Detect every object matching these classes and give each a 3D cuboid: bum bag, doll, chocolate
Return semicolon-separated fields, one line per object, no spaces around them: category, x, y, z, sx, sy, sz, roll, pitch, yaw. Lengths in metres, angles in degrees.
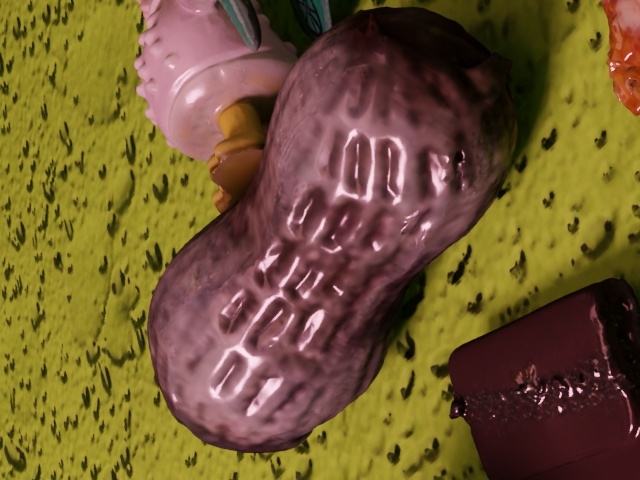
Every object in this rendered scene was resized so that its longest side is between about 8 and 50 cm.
bum bag;0.099;0.103;0.724;0.109;0.026;0.159;-35;63;54
doll;-0.059;-0.107;0.913;0.129;0.081;0.207;80;170;-59
chocolate;0.000;0.000;0.805;0.248;0.110;0.110;-59;44;32

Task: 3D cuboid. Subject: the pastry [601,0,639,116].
pastry;0.156;-0.109;0.608;0.087;0.063;0.169;57;130;27

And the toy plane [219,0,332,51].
toy plane;-0.002;-0.173;0.718;0.381;0.106;0.155;87;157;-66
